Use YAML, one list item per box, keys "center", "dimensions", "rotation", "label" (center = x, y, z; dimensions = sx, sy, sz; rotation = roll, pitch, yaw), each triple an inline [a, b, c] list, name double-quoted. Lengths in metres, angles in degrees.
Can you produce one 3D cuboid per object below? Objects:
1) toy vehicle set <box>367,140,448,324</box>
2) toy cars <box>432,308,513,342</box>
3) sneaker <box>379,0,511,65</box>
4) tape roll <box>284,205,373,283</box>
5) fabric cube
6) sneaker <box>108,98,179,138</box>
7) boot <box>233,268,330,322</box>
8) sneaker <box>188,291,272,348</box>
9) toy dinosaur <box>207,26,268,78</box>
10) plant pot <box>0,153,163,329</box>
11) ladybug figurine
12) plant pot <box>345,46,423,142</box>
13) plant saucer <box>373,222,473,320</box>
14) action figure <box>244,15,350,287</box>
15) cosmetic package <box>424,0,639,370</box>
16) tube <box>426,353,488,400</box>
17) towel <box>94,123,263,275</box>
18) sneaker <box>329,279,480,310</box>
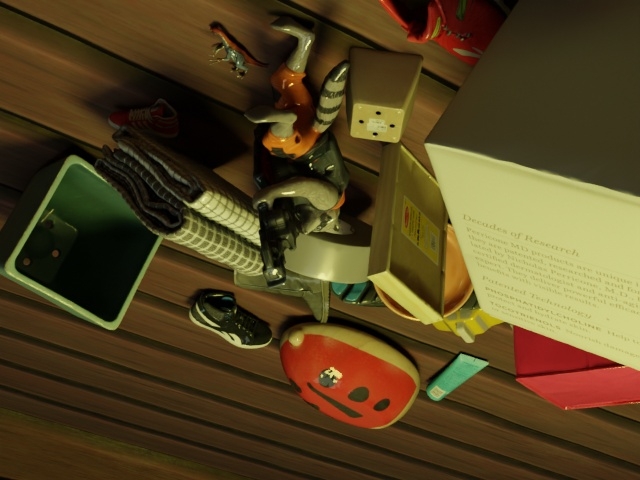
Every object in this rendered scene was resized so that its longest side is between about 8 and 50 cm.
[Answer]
- center: [0.151, -0.015, 1.260]
  dimensions: [0.035, 0.266, 0.166]
  rotation: [-19, 136, 35]
  label: "toy vehicle set"
- center: [0.418, 0.195, 1.671]
  dimensions: [0.394, 0.087, 0.176]
  rotation: [12, 147, -4]
  label: "toy cars"
- center: [0.147, -0.288, 0.981]
  dimensions: [0.279, 0.118, 0.107]
  rotation: [29, 143, -27]
  label: "sneaker"
- center: [0.000, 0.000, 1.371]
  dimensions: [0.219, 0.219, 0.072]
  rotation: [14, 106, -6]
  label: "tape roll"
- center: [0.511, 0.144, 1.382]
  dimensions: [0.259, 0.258, 0.254]
  rotation: [-14, 149, 31]
  label: "fabric cube"
- center: [-0.297, -0.210, 1.283]
  dimensions: [0.119, 0.042, 0.067]
  rotation: [8, 152, -11]
  label: "sneaker"
- center: [-0.082, 0.106, 1.678]
  dimensions: [0.209, 0.076, 0.189]
  rotation: [0, 132, 2]
  label: "boot"
- center: [-0.201, 0.190, 1.830]
  dimensions: [0.217, 0.079, 0.121]
  rotation: [22, 146, -16]
  label: "sneaker"
- center: [-0.132, -0.288, 1.146]
  dimensions: [0.090, 0.047, 0.082]
  rotation: [-22, 137, -13]
  label: "toy dinosaur"
- center: [-0.503, 0.005, 1.497]
  dimensions: [0.252, 0.247, 0.247]
  rotation: [1, 150, 47]
  label: "plant pot"
- center: [0.069, 0.352, 1.930]
  dimensions: [0.305, 0.161, 0.449]
  rotation: [-22, 136, 39]
  label: "ladybug figurine"
- center: [0.089, -0.209, 1.137]
  dimensions: [0.109, 0.096, 0.109]
  rotation: [8, 146, 2]
  label: "plant pot"
- center: [0.198, 0.054, 1.461]
  dimensions: [0.200, 0.199, 0.037]
  rotation: [8, -172, 3]
  label: "plant saucer"
- center: [-0.022, -0.106, 1.132]
  dimensions: [0.179, 0.341, 0.330]
  rotation: [-9, 143, 4]
  label: "action figure"
- center: [0.385, -0.077, 0.964]
  dimensions: [0.327, 0.329, 0.393]
  rotation: [20, 155, 34]
  label: "cosmetic package"
- center: [0.344, 0.350, 1.965]
  dimensions: [0.080, 0.052, 0.207]
  rotation: [15, 142, -17]
  label: "tube"
- center: [-0.218, -0.060, 1.255]
  dimensions: [0.284, 0.121, 0.235]
  rotation: [35, -176, 38]
  label: "towel"
- center: [0.192, 0.079, 1.561]
  dimensions: [0.341, 0.125, 0.139]
  rotation: [3, 174, 5]
  label: "sneaker"
